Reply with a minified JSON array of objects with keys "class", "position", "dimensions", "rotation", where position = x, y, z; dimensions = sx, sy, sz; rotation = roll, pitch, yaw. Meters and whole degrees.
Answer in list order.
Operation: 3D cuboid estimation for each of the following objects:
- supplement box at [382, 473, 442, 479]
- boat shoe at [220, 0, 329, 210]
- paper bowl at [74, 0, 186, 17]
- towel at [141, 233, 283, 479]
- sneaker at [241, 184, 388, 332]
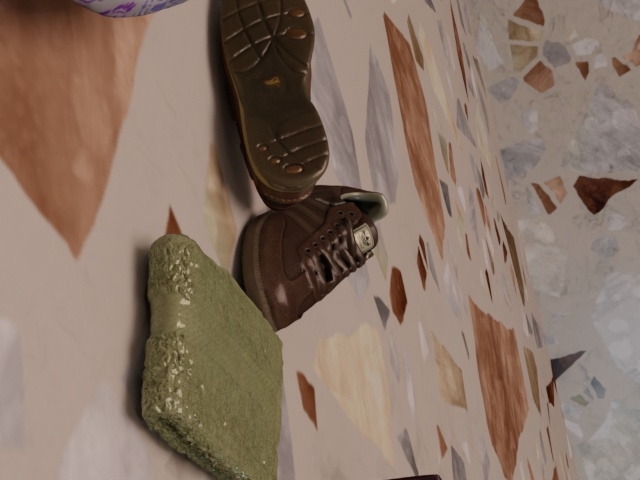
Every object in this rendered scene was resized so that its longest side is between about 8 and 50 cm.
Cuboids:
[{"class":"supplement box","position":[0.061,0.269,0.694],"dimensions":[0.104,0.081,0.188],"rotation":[58,25,-49]},{"class":"boat shoe","position":[-0.037,-0.102,0.687],"dimensions":[0.060,0.064,0.178],"rotation":[119,-34,-61]},{"class":"paper bowl","position":[-0.032,-0.235,0.415],"dimensions":[0.148,0.284,0.284],"rotation":[49,19,-1]},{"class":"towel","position":[-0.054,0.072,0.545],"dimensions":[0.148,0.027,0.110],"rotation":[56,29,-55]},{"class":"sneaker","position":[0.000,0.000,0.695],"dimensions":[0.188,0.071,0.066],"rotation":[-65,140,-65]}]
